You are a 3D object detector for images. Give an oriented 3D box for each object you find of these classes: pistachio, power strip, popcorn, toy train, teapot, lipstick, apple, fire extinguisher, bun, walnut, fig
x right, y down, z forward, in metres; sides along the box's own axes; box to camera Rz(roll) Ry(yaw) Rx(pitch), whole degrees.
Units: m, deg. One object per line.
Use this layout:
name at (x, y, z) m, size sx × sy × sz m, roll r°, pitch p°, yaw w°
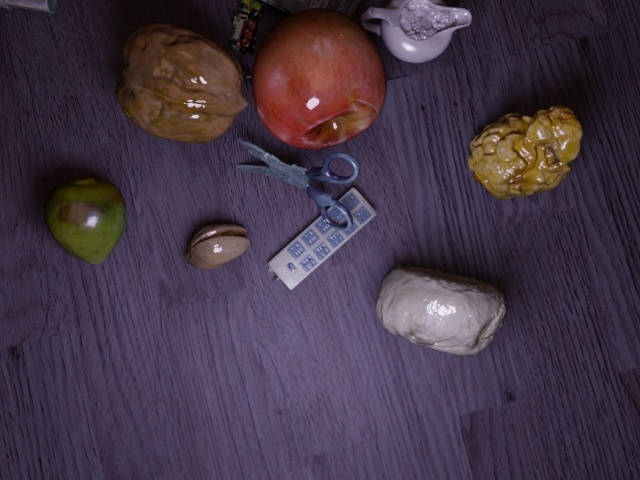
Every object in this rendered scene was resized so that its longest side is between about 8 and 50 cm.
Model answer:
pistachio at (-0.286, 0.015, 1.616) m, size 0.185 × 0.124 × 0.124 m, roll -14°, pitch 87°, yaw -11°
power strip at (0.000, 0.000, 1.666) m, size 0.367 × 0.043 × 0.106 m, roll -42°, pitch 89°, yaw -5°
popcorn at (0.571, -0.233, 1.601) m, size 0.265 × 0.332 × 0.225 m, roll 20°, pitch 55°, yaw -29°
toy train at (-0.206, -0.661, 1.697) m, size 0.085 × 0.053 × 0.249 m, roll 13°, pitch 86°, yaw 6°
teapot at (0.260, -0.618, 1.674) m, size 0.300 × 0.166 × 0.208 m, roll -2°, pitch 98°, yaw -13°
lipstick at (-0.884, -0.696, 1.644) m, size 0.253 × 0.079 × 0.077 m, roll 9°, pitch 86°, yaw -2°
apple at (-0.007, -0.429, 1.542) m, size 0.364 × 0.364 × 0.364 m, roll 0°, pitch 86°, yaw -3°
fire extinguisher at (-0.259, -0.501, 1.686) m, size 0.158 × 0.043 × 0.064 m, roll 31°, pitch 43°, yaw -2°
bun at (0.310, 0.189, 1.533) m, size 0.360 × 0.360 × 0.211 m, roll 12°, pitch 93°, yaw -2°
walnut at (-0.358, -0.412, 1.553) m, size 0.344 × 0.306 × 0.306 m, roll 13°, pitch 85°, yaw -1°
fig at (-0.627, -0.055, 1.554) m, size 0.207 × 0.207 × 0.230 m, roll 6°, pitch 85°, yaw -3°

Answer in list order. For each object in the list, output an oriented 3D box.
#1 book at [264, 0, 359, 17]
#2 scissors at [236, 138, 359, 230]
book at (-0.066, -0.800, 1.655) m, size 0.428 × 0.039 × 0.300 m, roll 28°, pitch 88°, yaw 4°
scissors at (-0.073, -0.175, 1.598) m, size 0.383 × 0.256 × 0.029 m, roll 21°, pitch 47°, yaw 19°
